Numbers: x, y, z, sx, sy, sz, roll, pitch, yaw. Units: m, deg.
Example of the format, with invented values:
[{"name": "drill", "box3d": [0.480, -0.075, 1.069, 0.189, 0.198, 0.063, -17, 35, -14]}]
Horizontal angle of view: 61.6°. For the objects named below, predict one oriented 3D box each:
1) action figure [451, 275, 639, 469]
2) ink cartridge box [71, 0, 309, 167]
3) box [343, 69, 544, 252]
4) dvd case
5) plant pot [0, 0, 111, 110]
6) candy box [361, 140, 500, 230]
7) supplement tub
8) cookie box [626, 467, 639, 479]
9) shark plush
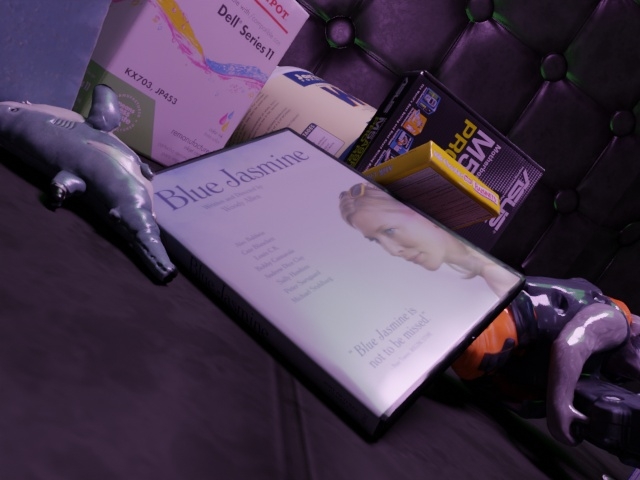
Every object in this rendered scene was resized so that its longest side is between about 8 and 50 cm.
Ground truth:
[{"name": "action figure", "box3d": [0.203, 0.086, 0.490, 0.331, 0.178, 0.341, 13, -1, -20]}, {"name": "ink cartridge box", "box3d": [-0.159, -0.277, 0.693, 0.119, 0.353, 0.207, 38, 7, 36]}, {"name": "box", "box3d": [0.119, -0.038, 0.674, 0.216, 0.270, 0.060, 33, 5, -21]}, {"name": "dvd case", "box3d": [0.000, 0.000, 0.392, 0.253, 0.022, 0.180, 36, 45, 26]}, {"name": "plant pot", "box3d": [-0.288, -0.246, 0.325, 0.248, 0.247, 0.252, 37, 17, 33]}, {"name": "candy box", "box3d": [0.055, -0.026, 0.524, 0.105, 0.027, 0.206, 26, -31, -36]}, {"name": "supplement tub", "box3d": [-0.017, -0.128, 0.846, 0.325, 0.235, 0.235, 37, 6, 27]}, {"name": "cookie box", "box3d": [0.355, 0.276, 0.511, 0.092, 0.040, 0.107, 34, 6, 7]}, {"name": "shark plush", "box3d": [-0.146, -0.028, 0.336, 0.161, 0.073, 0.067, 56, 31, 13]}]
